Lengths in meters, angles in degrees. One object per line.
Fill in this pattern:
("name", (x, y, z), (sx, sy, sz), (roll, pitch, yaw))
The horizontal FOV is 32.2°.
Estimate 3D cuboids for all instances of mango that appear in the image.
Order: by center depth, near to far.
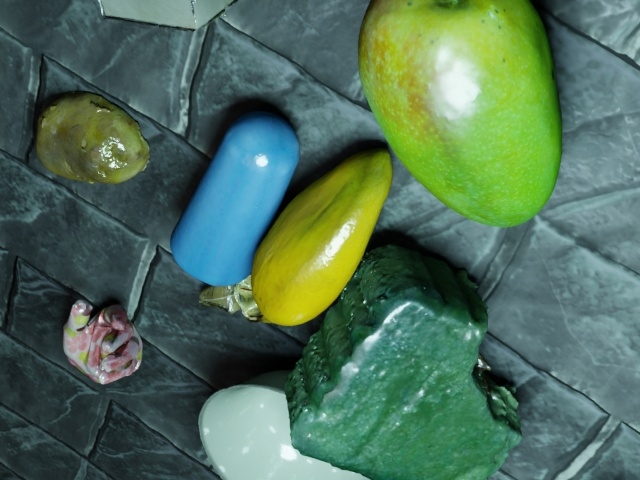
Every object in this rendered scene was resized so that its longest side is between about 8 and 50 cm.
("mango", (0.163, -0.154, 1.232), (0.225, 0.201, 0.382), (32, 162, 38))
("mango", (0.000, 0.000, 1.494), (0.119, 0.176, 0.317), (30, 123, -15))

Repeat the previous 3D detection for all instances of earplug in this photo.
("earplug", (-0.111, -0.069, 1.548), (0.132, 0.132, 0.273), (34, 134, 4))

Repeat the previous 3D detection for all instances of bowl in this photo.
("bowl", (-0.014, 0.311, 1.781), (0.337, 0.157, 0.337), (18, 134, 20))

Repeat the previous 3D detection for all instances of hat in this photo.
("hat", (-0.087, 0.080, 1.706), (0.077, 0.059, 0.076), (-35, 86, 41))

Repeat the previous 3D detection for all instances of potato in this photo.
("potato", (-0.360, -0.138, 1.689), (0.200, 0.081, 0.164), (5, 129, 35))

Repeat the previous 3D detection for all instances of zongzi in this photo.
("zongzi", (-0.164, 0.070, 1.768), (0.076, 0.040, 0.083), (12, 120, 35))

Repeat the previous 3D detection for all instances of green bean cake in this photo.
("green bean cake", (0.139, 0.187, 1.525), (0.308, 0.169, 0.300), (25, 113, -20))

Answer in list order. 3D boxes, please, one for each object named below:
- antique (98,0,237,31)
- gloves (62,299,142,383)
("antique", (-0.180, -0.349, 1.329), (0.147, 0.148, 0.152), (13, 131, 24))
("gloves", (-0.373, 0.174, 1.940), (0.241, 0.126, 0.145), (-36, 77, 50))
